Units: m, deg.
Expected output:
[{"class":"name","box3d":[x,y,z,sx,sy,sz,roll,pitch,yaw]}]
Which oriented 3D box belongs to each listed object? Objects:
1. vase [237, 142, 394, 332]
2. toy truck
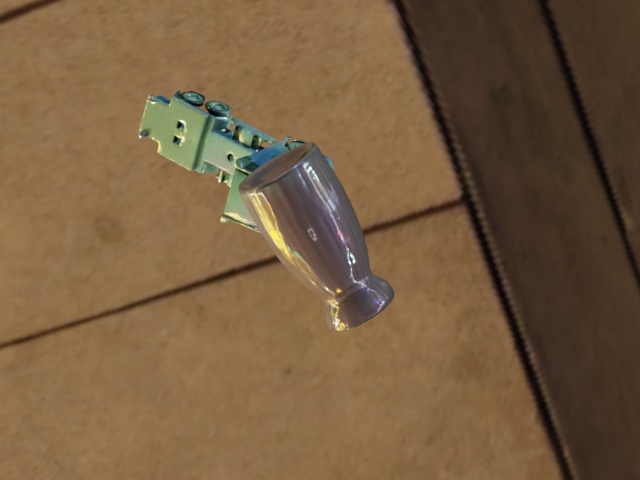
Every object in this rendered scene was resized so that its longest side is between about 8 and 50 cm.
[{"class":"vase","box3d":[0.000,0.000,0.901,0.053,0.053,0.101,-25,106,20]},{"class":"toy truck","box3d":[-0.081,-0.067,1.295,0.175,0.081,0.067,29,118,23]}]
